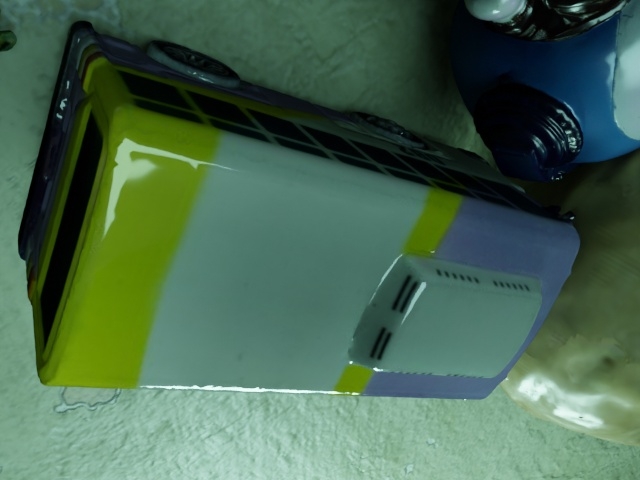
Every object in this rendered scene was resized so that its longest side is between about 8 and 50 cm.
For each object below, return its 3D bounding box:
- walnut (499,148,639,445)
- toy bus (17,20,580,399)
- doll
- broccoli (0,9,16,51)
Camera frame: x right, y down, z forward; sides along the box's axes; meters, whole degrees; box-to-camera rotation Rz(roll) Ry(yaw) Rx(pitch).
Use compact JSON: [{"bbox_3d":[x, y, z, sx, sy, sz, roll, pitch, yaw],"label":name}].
[{"bbox_3d":[0.338,0.046,0.704,0.381,0.381,0.381,-13,124,-20],"label":"walnut"},{"bbox_3d":[0.000,0.000,0.544,0.440,0.249,0.209,11,113,-32],"label":"toy bus"},{"bbox_3d":[0.216,-0.197,0.530,0.310,0.240,0.284,38,75,-50],"label":"doll"},{"bbox_3d":[-0.305,-0.104,0.422,0.198,0.177,0.275,-61,168,-26],"label":"broccoli"}]
